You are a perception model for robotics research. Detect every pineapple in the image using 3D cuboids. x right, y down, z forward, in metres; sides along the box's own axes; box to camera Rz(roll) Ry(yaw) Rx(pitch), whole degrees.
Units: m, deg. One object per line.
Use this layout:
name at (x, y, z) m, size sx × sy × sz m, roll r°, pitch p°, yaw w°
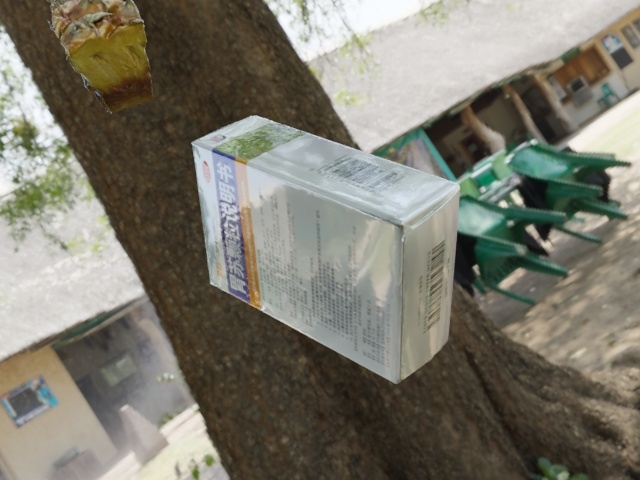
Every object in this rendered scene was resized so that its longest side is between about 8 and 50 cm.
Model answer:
pineapple at (-0.307, -0.278, 1.046) m, size 0.114 × 0.186 × 0.236 m, roll -21°, pitch 20°, yaw -10°

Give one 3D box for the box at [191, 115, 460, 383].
box at (0.000, 0.000, 0.815) m, size 0.106 × 0.299 × 0.200 m, roll -31°, pitch -48°, yaw -38°
